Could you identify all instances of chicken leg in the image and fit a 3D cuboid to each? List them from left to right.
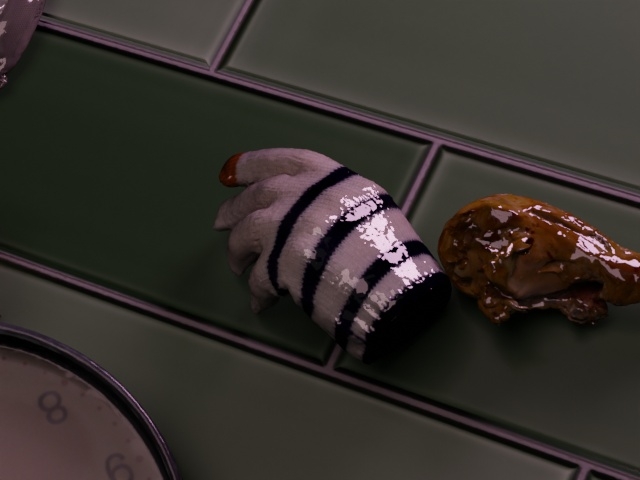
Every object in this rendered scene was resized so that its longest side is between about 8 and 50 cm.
[{"bbox_3d":[0.189,0.023,1.441,0.207,0.085,0.101,15,25,14],"label":"chicken leg"}]

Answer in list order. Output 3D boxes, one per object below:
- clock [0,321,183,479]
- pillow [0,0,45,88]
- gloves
[{"bbox_3d":[-0.279,0.239,1.396,0.386,0.076,0.386,1,67,-3],"label":"clock"},{"bbox_3d":[-0.374,-0.224,1.737,0.255,0.059,0.169,8,67,19],"label":"pillow"},{"bbox_3d":[-0.004,-0.003,1.484,0.140,0.131,0.219,-42,70,-11],"label":"gloves"}]
